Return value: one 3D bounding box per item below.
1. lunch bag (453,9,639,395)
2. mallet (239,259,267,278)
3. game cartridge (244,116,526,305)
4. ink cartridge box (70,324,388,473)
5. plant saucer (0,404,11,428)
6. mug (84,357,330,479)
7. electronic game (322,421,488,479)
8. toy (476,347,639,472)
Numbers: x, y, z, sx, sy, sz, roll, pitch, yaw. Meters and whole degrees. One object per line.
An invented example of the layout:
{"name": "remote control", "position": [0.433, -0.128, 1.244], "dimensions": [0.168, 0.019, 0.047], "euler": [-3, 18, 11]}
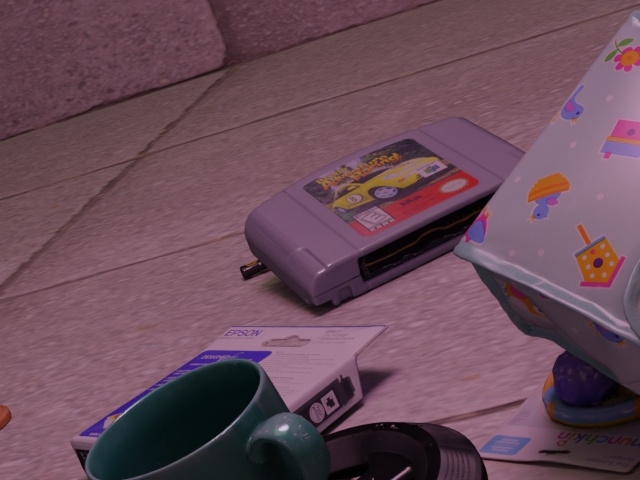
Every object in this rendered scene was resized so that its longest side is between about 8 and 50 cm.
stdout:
{"name": "lunch bag", "position": [0.253, -0.003, 0.895], "dimensions": [0.223, 0.160, 0.262], "euler": [-51, 42, -8]}
{"name": "mallet", "position": [0.000, 0.000, 1.595], "dimensions": [0.189, 0.039, 0.062], "euler": [-27, 19, -6]}
{"name": "game cartridge", "position": [0.075, -0.039, 1.510], "dimensions": [0.294, 0.060, 0.196], "euler": [-26, 28, -17]}
{"name": "ink cartridge box", "position": [-0.070, 0.136, 1.200], "dimensions": [0.206, 0.045, 0.208], "euler": [-3, 24, 46]}
{"name": "plant saucer", "position": [-0.353, 0.187, 1.439], "dimensions": [0.083, 0.013, 0.083], "euler": [-18, 15, 5]}
{"name": "mug", "position": [-0.065, 0.153, 0.890], "dimensions": [0.129, 0.097, 0.158], "euler": [-32, 19, -11]}
{"name": "electronic game", "position": [0.002, 0.192, 0.922], "dimensions": [0.229, 0.048, 0.229], "euler": [-26, 18, 9]}
{"name": "toy", "position": [0.219, 0.076, 1.027], "dimensions": [0.137, 0.056, 0.237], "euler": [-4, 23, 48]}
